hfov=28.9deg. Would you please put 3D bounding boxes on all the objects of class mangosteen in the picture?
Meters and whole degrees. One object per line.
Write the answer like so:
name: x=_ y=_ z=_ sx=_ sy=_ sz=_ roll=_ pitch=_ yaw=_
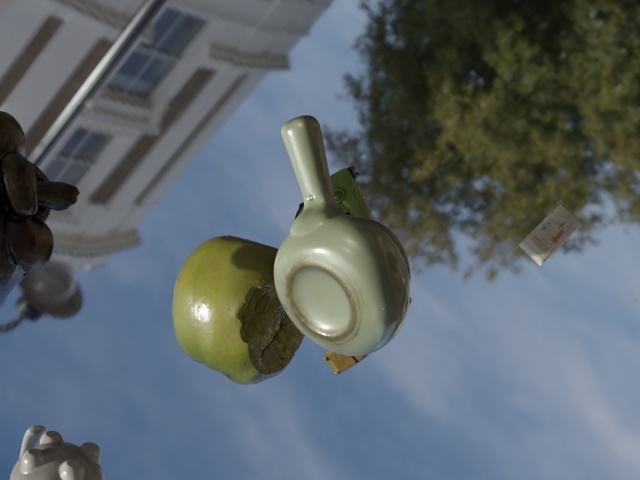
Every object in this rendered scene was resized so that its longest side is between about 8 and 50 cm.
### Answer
mangosteen: x=-0.545 y=-0.041 z=1.891 sx=0.307 sy=0.347 sz=0.306 roll=159 pitch=90 yaw=-89

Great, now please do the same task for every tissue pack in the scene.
tissue pack: x=0.411 y=-0.010 z=2.220 sx=0.056 sy=0.108 sz=0.023 roll=46 pitch=169 yaw=9

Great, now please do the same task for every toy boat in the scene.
toy boat: x=0.072 y=0.136 z=1.952 sx=0.057 sy=0.077 sz=0.200 roll=52 pitch=-128 yaw=-11

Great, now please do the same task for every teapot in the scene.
teapot: x=0.030 y=0.000 z=1.708 sx=0.220 sy=0.318 sz=0.149 roll=13 pitch=-149 yaw=33

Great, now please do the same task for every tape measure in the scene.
tape measure: x=0.029 y=-0.018 z=2.131 sx=0.177 sy=0.154 sz=0.087 roll=66 pitch=-174 yaw=34

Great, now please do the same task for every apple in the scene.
apple: x=-0.142 y=0.120 z=2.259 sx=0.279 sy=0.279 sz=0.279 roll=34 pitch=-153 yaw=-20

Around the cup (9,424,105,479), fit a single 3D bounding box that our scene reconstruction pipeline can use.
cup: x=-0.364 y=0.340 z=1.723 sx=0.134 sy=0.142 sz=0.173 roll=9 pitch=-161 yaw=-5
